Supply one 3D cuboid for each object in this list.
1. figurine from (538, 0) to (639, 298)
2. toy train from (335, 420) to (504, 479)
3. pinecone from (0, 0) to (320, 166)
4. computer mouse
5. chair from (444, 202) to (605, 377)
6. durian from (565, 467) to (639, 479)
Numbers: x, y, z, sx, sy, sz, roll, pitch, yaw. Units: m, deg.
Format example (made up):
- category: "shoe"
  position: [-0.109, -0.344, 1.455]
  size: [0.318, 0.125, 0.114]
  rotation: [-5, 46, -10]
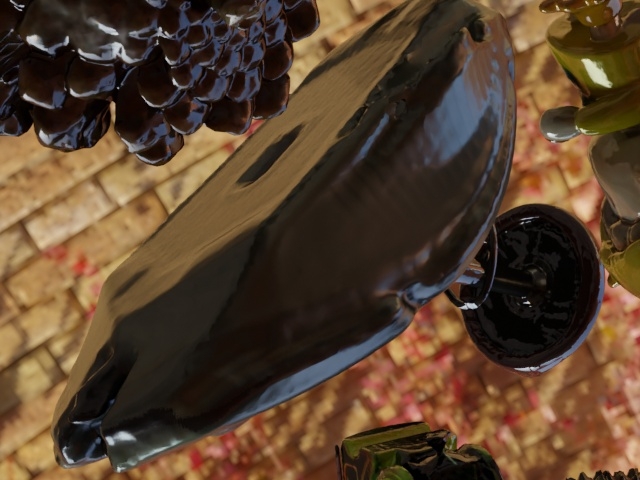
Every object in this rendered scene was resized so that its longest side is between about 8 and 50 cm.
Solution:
- category: "figurine"
  position: [0.283, -0.092, 1.446]
  size: [0.187, 0.344, 0.215]
  rotation: [-24, -154, 19]
- category: "toy train"
  position: [0.094, 0.296, 1.387]
  size: [0.100, 0.296, 0.160]
  rotation: [-9, -172, -25]
- category: "pinecone"
  position: [-0.110, -0.131, 0.738]
  size: [0.212, 0.186, 0.168]
  rotation: [10, -168, 14]
- category: "computer mouse"
  position: [0.001, 0.004, 1.079]
  size: [0.429, 0.145, 0.228]
  rotation: [-49, -160, -29]
- category: "chair"
  position: [0.178, 0.038, 2.007]
  size: [0.226, 0.401, 0.227]
  rotation: [-12, -108, 41]
- category: "durian"
  position: [0.282, 0.328, 1.503]
  size: [0.258, 0.258, 0.293]
  rotation: [-41, -148, -22]
